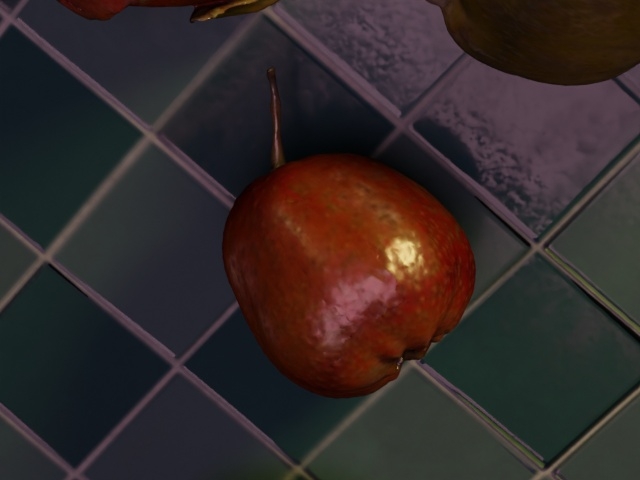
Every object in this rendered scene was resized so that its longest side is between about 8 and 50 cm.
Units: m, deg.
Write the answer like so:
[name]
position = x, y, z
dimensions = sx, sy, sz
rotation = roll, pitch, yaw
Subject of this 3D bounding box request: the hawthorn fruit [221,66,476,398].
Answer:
[hawthorn fruit]
position = 0.000, 0.000, 1.055
dimensions = 0.162, 0.162, 0.203
rotation = -42, 77, 21

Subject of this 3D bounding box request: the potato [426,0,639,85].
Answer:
[potato]
position = 0.216, -0.200, 0.895
dimensions = 0.351, 0.218, 0.202
rotation = -22, 79, 19

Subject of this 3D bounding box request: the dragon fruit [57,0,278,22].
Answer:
[dragon fruit]
position = -0.101, -0.260, 0.938
dimensions = 0.291, 0.189, 0.290
rotation = 3, 111, 8
